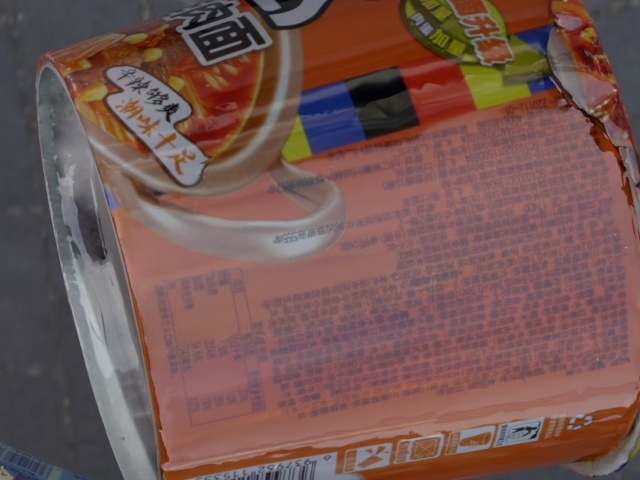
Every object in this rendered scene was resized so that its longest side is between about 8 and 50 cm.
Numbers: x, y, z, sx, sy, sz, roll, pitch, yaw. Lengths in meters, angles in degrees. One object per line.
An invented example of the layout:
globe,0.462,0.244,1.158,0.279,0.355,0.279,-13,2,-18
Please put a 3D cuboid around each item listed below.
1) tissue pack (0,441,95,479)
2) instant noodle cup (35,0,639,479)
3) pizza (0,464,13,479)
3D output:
tissue pack,-0.149,0.230,1.129,0.263,0.198,0.146,24,95,-4
instant noodle cup,0.000,0.000,0.782,0.192,0.250,0.250,-14,138,-15
pizza,-0.218,0.197,0.961,0.178,0.131,0.041,-30,150,-4
